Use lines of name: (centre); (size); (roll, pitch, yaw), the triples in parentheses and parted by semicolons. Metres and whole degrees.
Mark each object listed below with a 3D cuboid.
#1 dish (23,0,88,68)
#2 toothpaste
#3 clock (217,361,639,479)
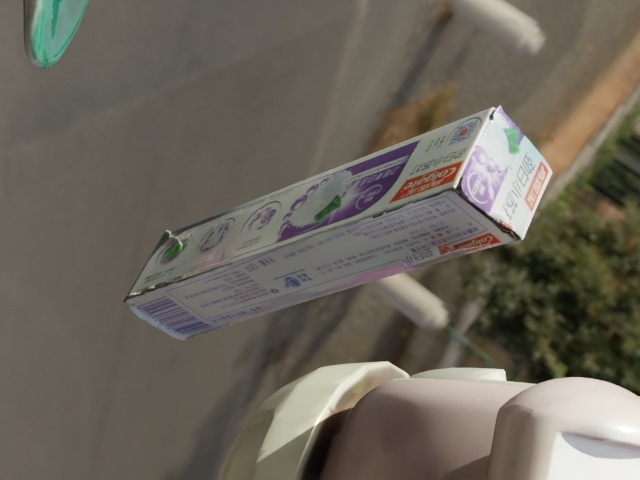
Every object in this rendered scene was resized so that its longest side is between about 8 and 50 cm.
dish: (-0.123, -0.167, 0.492); (0.246, 0.078, 0.224); (86, 22, -54)
toothpaste: (0.000, 0.000, 0.628); (0.040, 0.196, 0.047); (46, 49, -23)
clock: (0.141, 0.148, 0.686); (0.326, 0.342, 0.184); (-178, -75, -73)
